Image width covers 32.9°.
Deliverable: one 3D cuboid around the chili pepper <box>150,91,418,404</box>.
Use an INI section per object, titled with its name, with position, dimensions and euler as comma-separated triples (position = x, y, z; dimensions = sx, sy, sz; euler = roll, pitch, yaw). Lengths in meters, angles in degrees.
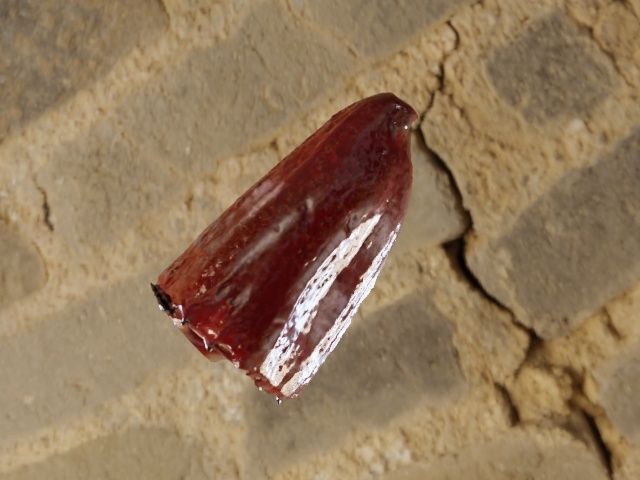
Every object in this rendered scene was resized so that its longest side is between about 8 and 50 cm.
[chili pepper]
position = 0.000, 0.000, 0.853
dimensions = 0.144, 0.136, 0.252
euler = 43, -96, 1
